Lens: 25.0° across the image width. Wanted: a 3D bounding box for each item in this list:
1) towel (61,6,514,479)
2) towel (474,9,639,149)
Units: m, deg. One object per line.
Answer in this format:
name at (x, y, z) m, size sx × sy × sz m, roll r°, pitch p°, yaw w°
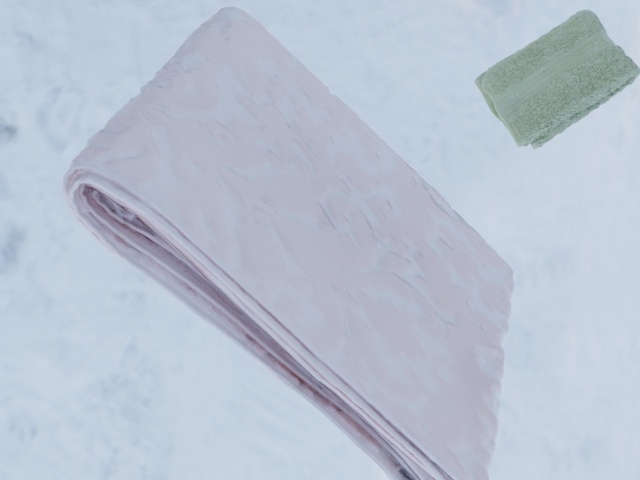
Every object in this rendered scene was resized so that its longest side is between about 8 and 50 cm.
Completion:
towel at (0.000, 0.000, 0.974) m, size 0.317 × 0.332 × 0.053 m, roll 43°, pitch 115°, yaw -9°
towel at (0.241, -0.166, 1.474) m, size 0.148 × 0.027 × 0.110 m, roll -32°, pitch 60°, yaw 1°
